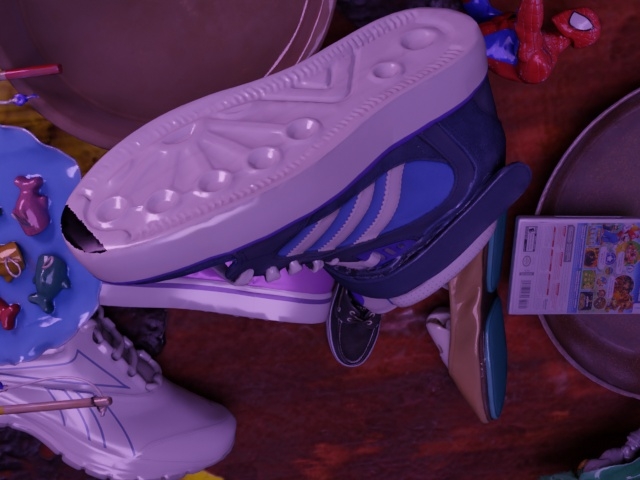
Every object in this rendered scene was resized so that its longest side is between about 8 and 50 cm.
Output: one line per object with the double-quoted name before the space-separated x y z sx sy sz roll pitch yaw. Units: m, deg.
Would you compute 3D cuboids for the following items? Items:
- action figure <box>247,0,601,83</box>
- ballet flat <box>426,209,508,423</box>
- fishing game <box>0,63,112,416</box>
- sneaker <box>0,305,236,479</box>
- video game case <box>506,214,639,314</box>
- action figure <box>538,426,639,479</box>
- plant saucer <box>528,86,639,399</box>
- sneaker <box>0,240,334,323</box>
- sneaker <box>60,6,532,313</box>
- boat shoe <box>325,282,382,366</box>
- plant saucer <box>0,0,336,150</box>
"action figure" 0.079 -0.174 0.810 0.280 0.091 0.139 -7 123 -3
"ballet flat" 0.125 0.047 0.923 0.073 0.080 0.232 5 110 22
"fishing game" -0.246 0.005 0.782 0.189 0.041 0.264 -3 95 17
"sneaker" -0.203 0.111 0.886 0.297 0.111 0.129 21 101 -14
"video game case" 0.221 0.021 0.895 0.122 0.011 0.087 0 110 -6
"action figure" 0.312 0.202 0.981 0.232 0.063 0.137 -16 142 -6
"plant saucer" 0.327 -0.005 0.927 0.310 0.050 0.311 -2 110 -6
"sneaker" -0.121 -0.028 0.854 0.282 0.102 0.161 5 102 -14
"sneaker" 0.000 0.000 0.753 0.322 0.130 0.236 -31 136 -18
"boat shoe" 0.034 0.049 0.920 0.049 0.040 0.142 5 110 -8
"plant saucer" -0.119 -0.200 0.768 0.277 0.041 0.278 1 96 11
